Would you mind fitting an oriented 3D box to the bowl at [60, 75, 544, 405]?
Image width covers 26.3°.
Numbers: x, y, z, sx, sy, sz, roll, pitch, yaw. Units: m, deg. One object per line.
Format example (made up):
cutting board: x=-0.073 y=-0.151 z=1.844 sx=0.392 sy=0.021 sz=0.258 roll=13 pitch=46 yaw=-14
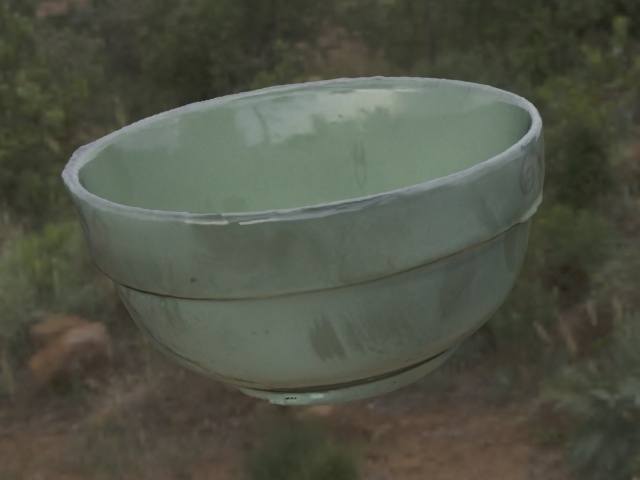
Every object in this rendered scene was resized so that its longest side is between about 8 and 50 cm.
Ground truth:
bowl: x=0.000 y=0.000 z=0.901 sx=0.307 sy=0.163 sz=0.307 roll=-9 pitch=19 yaw=3
